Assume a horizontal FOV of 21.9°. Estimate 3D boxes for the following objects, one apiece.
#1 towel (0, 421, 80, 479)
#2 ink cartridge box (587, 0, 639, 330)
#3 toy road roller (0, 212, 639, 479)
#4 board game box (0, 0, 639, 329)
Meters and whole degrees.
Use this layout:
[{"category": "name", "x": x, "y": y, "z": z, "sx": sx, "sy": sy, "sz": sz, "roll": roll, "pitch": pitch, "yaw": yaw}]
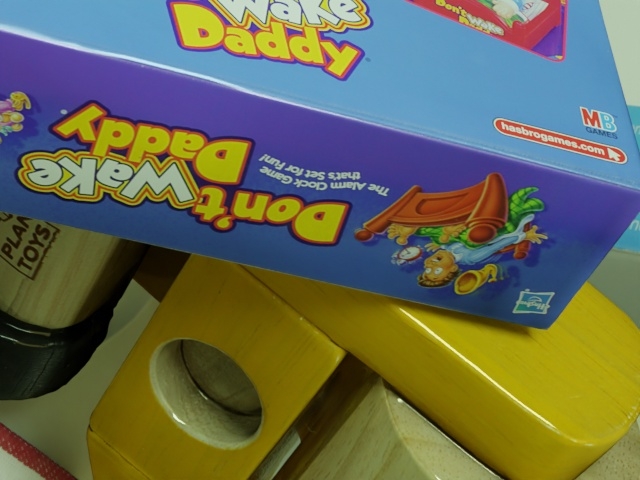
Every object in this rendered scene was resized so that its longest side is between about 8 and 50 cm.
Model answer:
[{"category": "towel", "x": -0.253, "y": 0.195, "z": 0.703, "sx": 0.237, "sy": 0.037, "sz": 0.329, "roll": 47, "pitch": 66, "yaw": -40}, {"category": "ink cartridge box", "x": 0.304, "y": -0.116, "z": 1.086, "sx": 0.285, "sy": 0.166, "sz": 0.395, "roll": 34, "pitch": 74, "yaw": -43}, {"category": "toy road roller", "x": 0.000, "y": 0.000, "z": 0.726, "sx": 0.329, "sy": 0.202, "sz": 0.240, "roll": 41, "pitch": 44, "yaw": 6}, {"category": "board game box", "x": -0.071, "y": -0.113, "z": 0.587, "sx": 0.347, "sy": 0.078, "sz": 0.233, "roll": 13, "pitch": 45, "yaw": -17}]
